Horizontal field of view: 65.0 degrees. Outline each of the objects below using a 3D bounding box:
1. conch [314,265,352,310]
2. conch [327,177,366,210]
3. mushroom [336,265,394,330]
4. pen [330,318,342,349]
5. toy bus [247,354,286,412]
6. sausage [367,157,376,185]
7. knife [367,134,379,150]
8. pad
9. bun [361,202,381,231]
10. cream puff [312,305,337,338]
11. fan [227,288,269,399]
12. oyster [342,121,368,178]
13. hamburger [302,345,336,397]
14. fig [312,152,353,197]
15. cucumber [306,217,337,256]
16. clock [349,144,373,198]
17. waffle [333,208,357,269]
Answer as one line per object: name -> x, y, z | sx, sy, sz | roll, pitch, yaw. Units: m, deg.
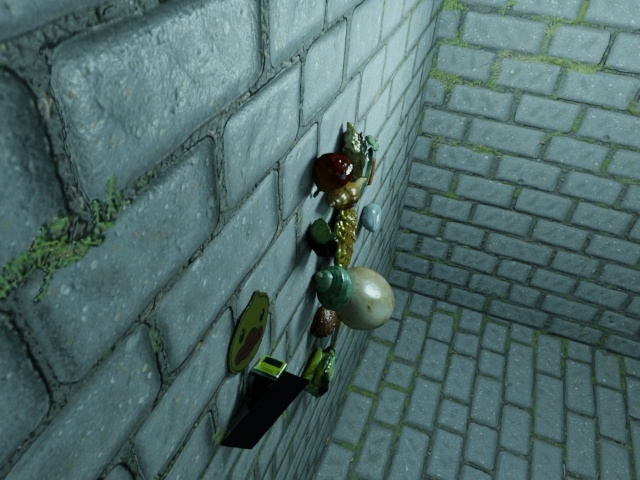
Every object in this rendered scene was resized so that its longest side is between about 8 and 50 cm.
conch -> 0.041, 0.177, 1.848 | 0.122, 0.176, 0.188 | -34, 120, -35
conch -> 0.102, -0.160, 1.732 | 0.330, 0.093, 0.109 | -29, 144, -55
mushroom -> 0.168, 0.277, 2.221 | 0.290, 0.297, 0.297 | -54, -176, 45
pen -> 0.077, 0.462, 2.513 | 0.032, 0.040, 0.233 | -49, 156, -58
toy bus -> -0.154, 0.431, 1.468 | 0.101, 0.088, 0.175 | -49, 152, -55
sausage -> 0.209, -0.294, 2.155 | 0.039, 0.041, 0.131 | -92, -173, -55
knife -> 0.222, -0.408, 2.124 | 0.293, 0.020, 0.043 | -10, 113, -75
pad -> -0.151, 0.478, 1.408 | 0.265, 0.009, 0.159 | -49, 144, -2
bun -> 0.235, -0.110, 2.384 | 0.141, 0.083, 0.140 | 9, 90, -69
cream puff -> 0.021, 0.334, 2.048 | 0.149, 0.084, 0.149 | 17, 90, -74
fan -> -0.190, 0.279, 1.322 | 0.229, 0.011, 0.335 | -41, 143, -65
oyster -> 0.107, -0.287, 1.687 | 0.072, 0.132, 0.209 | -21, 159, -16
hamburger -> 0.001, 0.538, 2.122 | 0.235, 0.125, 0.214 | 89, 16, -59
fig -> 0.030, -0.178, 1.456 | 0.119, 0.119, 0.153 | -30, 142, -70
cucumber -> 0.000, 0.000, 1.604 | 0.086, 0.115, 0.193 | -28, 163, -3
clock -> 0.153, -0.266, 1.957 | 0.226, 0.049, 0.226 | 17, 90, -75
waffle -> 0.094, -0.026, 1.918 | 0.300, 0.058, 0.281 | 78, 22, -56
